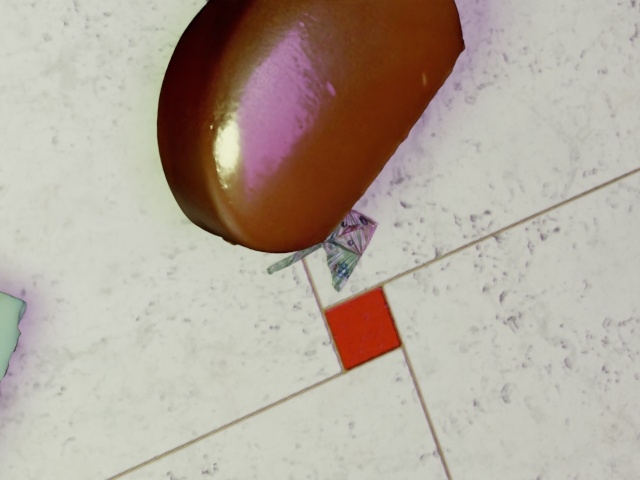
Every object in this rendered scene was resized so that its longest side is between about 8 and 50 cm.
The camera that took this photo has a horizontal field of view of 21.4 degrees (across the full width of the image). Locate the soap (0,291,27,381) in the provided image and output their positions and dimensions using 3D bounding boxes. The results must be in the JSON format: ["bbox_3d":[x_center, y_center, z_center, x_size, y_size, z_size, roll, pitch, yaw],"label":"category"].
[{"bbox_3d":[-0.434,0.192,1.833,0.109,0.193,0.324,26,85,-20],"label":"soap"}]

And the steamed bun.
[{"bbox_3d":[-0.035,-0.179,1.925,0.248,0.235,0.379,41,81,-21],"label":"steamed bun"}]

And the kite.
[{"bbox_3d":[0.000,0.000,2.075,0.152,0.005,0.137,-18,98,-18],"label":"kite"}]
